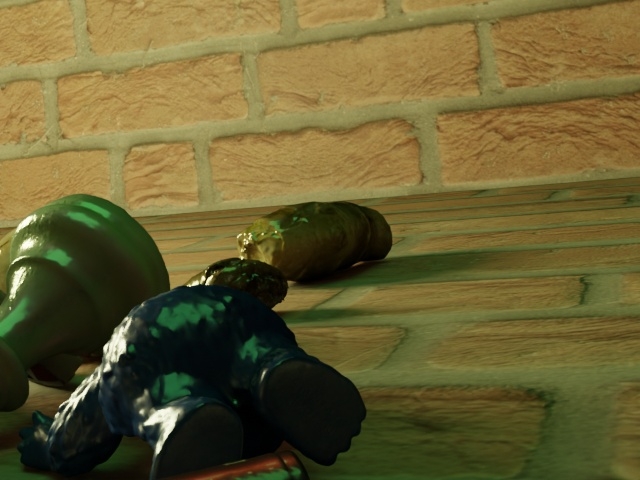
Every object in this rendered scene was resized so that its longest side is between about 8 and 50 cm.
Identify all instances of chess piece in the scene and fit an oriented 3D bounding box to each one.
[{"bbox_3d":[-0.237,0.083,0.761,0.139,0.139,0.272,-2,29,32],"label":"chess piece"}]

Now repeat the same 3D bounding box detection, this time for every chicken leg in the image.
[{"bbox_3d":[-0.137,0.061,1.158,0.197,0.069,0.085,-12,3,14],"label":"chicken leg"}]

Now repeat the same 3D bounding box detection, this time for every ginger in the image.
[{"bbox_3d":[0.000,0.000,1.409,0.109,0.116,0.263,44,27,25],"label":"ginger"}]

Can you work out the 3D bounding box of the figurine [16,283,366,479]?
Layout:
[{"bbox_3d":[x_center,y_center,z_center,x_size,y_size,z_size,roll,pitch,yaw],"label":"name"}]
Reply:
[{"bbox_3d":[-0.085,0.084,0.643,0.164,0.121,0.262,-15,8,-36],"label":"figurine"}]

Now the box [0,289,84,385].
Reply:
[{"bbox_3d":[-0.301,0.059,0.899,0.115,0.177,0.036,0,49,52],"label":"box"}]

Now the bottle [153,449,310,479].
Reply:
[{"bbox_3d":[-0.084,0.138,0.454,0.164,0.060,0.060,-8,7,-20],"label":"bottle"}]

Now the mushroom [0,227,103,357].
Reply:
[{"bbox_3d":[-0.257,0.056,1.033,0.166,0.127,0.166,22,7,-3],"label":"mushroom"}]
